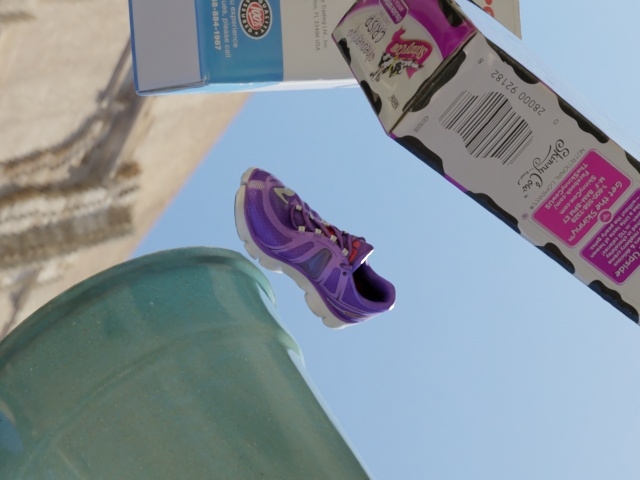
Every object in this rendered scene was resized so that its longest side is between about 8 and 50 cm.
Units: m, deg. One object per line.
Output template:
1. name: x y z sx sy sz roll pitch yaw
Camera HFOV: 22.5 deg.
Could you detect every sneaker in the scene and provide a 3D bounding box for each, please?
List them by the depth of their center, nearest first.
1. sneaker: 0.000 0.000 1.240 0.170 0.071 0.068 44 -131 -33

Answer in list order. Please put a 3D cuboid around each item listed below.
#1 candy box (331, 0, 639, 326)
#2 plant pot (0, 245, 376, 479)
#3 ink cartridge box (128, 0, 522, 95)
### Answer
1. candy box: 0.124 -0.045 0.868 0.233 0.071 0.159 35 -166 -23
2. plant pot: -0.092 0.239 1.356 0.341 0.341 0.334 -8 -134 -43
3. ink cartridge box: 0.002 -0.238 1.328 0.308 0.129 0.223 -6 -88 -32
